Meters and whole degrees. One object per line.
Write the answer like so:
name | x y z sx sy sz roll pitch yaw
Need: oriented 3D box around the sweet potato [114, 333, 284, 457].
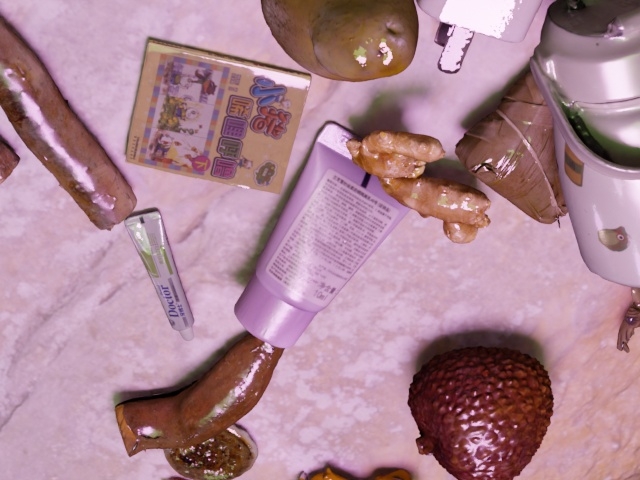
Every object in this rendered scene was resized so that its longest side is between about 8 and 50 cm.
sweet potato | -0.151 0.203 1.921 0.286 0.085 0.112 -35 115 23

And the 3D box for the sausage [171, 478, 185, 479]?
sausage | -0.110 0.389 2.092 0.253 0.034 0.034 25 123 -16

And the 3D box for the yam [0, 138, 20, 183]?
yam | -0.459 -0.172 1.663 0.066 0.066 0.299 -29 120 20

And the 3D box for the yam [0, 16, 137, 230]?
yam | -0.314 -0.137 1.683 0.067 0.071 0.317 4 138 46

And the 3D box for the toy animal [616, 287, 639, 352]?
toy animal | 0.435 0.053 1.799 0.214 0.094 0.186 -33 128 13

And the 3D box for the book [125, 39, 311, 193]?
book | -0.122 -0.142 1.711 0.192 0.013 0.168 11 125 -8

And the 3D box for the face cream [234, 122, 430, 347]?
face cream | 0.000 0.000 1.777 0.154 0.096 0.274 29 109 -16

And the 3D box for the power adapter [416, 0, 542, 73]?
power adapter | 0.166 -0.273 1.538 0.125 0.130 0.205 15 126 -11

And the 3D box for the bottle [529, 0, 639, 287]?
bottle | 0.349 -0.135 1.580 0.229 0.229 0.351 -14 125 11

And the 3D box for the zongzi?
zongzi | 0.275 -0.113 1.700 0.189 0.081 0.178 33 104 -31

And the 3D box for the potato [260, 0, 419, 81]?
potato | 0.026 -0.235 1.532 0.157 0.194 0.157 -11 124 -17

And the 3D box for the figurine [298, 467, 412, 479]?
figurine | 0.054 0.373 2.022 0.176 0.122 0.121 -14 123 12

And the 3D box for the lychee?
lychee | 0.202 0.221 1.878 0.194 0.194 0.194 0 127 0

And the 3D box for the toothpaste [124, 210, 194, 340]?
toothpaste | -0.195 0.048 1.843 0.048 0.029 0.197 -12 123 9

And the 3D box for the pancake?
pancake | -0.146 0.294 2.029 0.116 0.022 0.129 39 123 -24

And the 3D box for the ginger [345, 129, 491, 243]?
ginger | 0.116 -0.073 1.708 0.176 0.052 0.193 21 153 13
